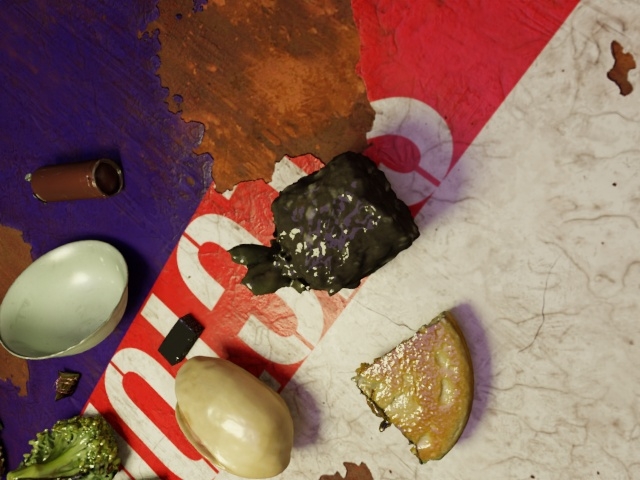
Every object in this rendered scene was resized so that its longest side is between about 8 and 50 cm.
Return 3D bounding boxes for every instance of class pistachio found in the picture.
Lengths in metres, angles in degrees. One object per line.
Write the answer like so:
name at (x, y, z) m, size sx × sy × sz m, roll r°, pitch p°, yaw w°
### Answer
pistachio at (-0.183, 0.375, 1.015) m, size 0.299 × 0.187 × 0.187 m, roll 28°, pitch 107°, yaw 18°

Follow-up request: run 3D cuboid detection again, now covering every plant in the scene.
plant at (0.000, 0.000, 0.866) m, size 0.312 × 0.215 × 0.213 m, roll -39°, pitch 78°, yaw 17°

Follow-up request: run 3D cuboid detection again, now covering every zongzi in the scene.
zongzi at (-0.689, 0.401, 1.289) m, size 0.067 × 0.073 × 0.083 m, roll 8°, pitch 102°, yaw 3°

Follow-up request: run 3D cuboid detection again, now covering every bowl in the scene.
bowl at (-0.579, 0.165, 1.150) m, size 0.314 × 0.313 × 0.146 m, roll 12°, pitch 146°, yaw 21°

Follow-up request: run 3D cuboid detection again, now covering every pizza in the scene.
pizza at (0.170, 0.268, 0.906) m, size 0.229 × 0.081 × 0.289 m, roll 1°, pitch 97°, yaw 16°

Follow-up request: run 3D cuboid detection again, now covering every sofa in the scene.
sofa at (-0.331, 0.234, 1.134) m, size 0.060 × 0.039 × 0.118 m, roll 41°, pitch 110°, yaw 11°

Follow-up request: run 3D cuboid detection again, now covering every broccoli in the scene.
broccoli at (-0.646, 0.527, 1.214) m, size 0.243 × 0.273 × 0.180 m, roll -25°, pitch 54°, yaw 22°

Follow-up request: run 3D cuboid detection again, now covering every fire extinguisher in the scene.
fire extinguisher at (-0.613, -0.138, 1.171) m, size 0.269 × 0.105 × 0.104 m, roll -3°, pitch 96°, yaw 22°

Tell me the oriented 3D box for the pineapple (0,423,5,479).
pineapple at (-1.033, 0.585, 1.432) m, size 0.170 × 0.141 × 0.309 m, roll -4°, pitch 89°, yaw 48°
